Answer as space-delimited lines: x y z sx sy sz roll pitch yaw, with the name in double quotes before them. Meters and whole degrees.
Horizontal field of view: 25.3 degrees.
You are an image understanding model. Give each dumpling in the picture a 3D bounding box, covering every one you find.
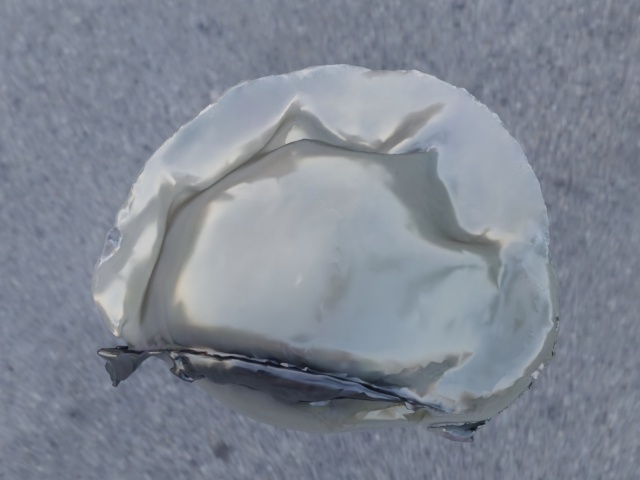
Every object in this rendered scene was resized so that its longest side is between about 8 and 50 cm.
"dumpling" -0.009 0.008 0.802 0.293 0.163 0.204 13 106 26
